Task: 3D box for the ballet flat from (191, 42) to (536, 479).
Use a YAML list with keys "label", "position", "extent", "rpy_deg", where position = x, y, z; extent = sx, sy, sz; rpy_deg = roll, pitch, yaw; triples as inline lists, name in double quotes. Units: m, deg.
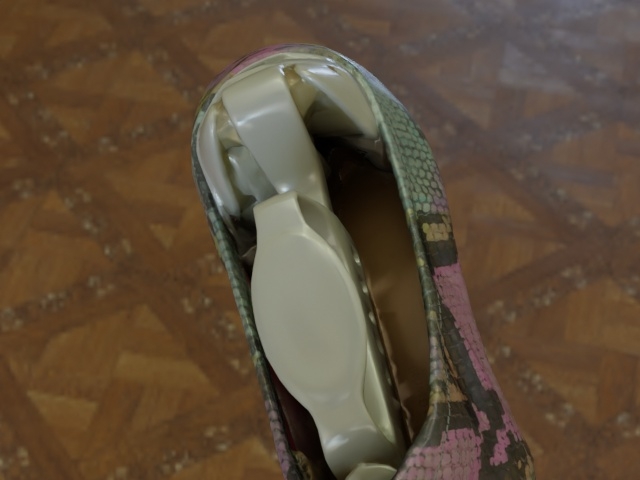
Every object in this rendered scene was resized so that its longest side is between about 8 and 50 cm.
- label: "ballet flat"
  position: [0.000, 0.000, 0.416]
  extent: [0.077, 0.079, 0.221]
  rpy_deg: [-27, 50, 9]
